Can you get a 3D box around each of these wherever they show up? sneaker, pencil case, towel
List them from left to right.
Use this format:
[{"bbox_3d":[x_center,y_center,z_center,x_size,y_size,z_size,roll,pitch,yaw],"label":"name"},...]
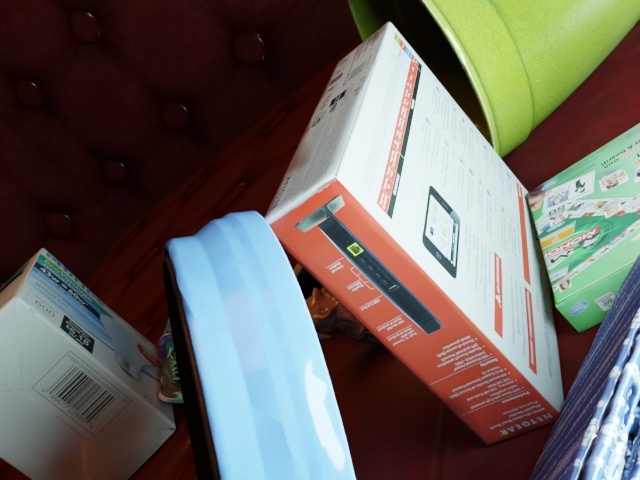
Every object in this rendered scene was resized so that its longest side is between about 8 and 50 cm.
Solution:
[{"bbox_3d":[-0.259,0.239,1.210,0.166,0.065,0.076,-155,70,-68],"label":"sneaker"},{"bbox_3d":[-0.304,0.188,1.445,0.070,0.064,0.151,-25,23,10],"label":"pencil case"},{"bbox_3d":[0.183,0.106,0.428,0.336,0.040,0.243,-51,-23,-31],"label":"towel"}]

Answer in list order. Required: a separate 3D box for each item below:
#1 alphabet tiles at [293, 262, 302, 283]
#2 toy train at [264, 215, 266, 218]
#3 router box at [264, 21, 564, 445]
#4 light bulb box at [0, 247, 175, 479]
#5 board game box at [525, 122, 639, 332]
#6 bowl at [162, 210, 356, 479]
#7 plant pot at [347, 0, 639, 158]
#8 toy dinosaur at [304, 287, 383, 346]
[{"bbox_3d":[0.000,0.000,1.068,0.285,0.011,0.342,-58,-3,-32],"label":"alphabet tiles"},{"bbox_3d":[-0.126,0.003,1.491,0.125,0.046,0.166,-33,22,48],"label":"toy train"},{"bbox_3d":[0.113,-0.025,0.669,0.082,0.301,0.335,-32,22,31],"label":"router box"},{"bbox_3d":[-0.478,0.242,1.246,0.225,0.358,0.361,-44,20,-3],"label":"light bulb box"},{"bbox_3d":[0.356,-0.065,0.640,0.317,0.046,0.213,-35,23,27],"label":"board game box"},{"bbox_3d":[-0.060,0.173,0.542,0.077,0.391,0.391,-10,13,-16],"label":"bowl"},{"bbox_3d":[0.279,-0.338,0.967,0.353,0.366,0.366,-33,19,-2],"label":"plant pot"},{"bbox_3d":[0.091,0.026,0.868,0.296,0.127,0.200,-42,20,13],"label":"toy dinosaur"}]
